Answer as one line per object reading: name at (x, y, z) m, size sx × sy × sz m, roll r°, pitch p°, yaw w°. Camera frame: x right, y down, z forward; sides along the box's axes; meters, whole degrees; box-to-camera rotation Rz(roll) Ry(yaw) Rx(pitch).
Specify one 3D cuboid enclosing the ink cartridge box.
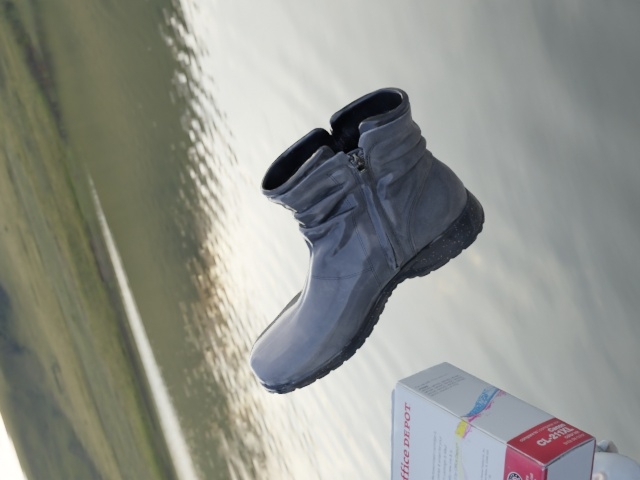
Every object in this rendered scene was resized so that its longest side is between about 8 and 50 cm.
ink cartridge box at (0.148, 0.203, 0.777) m, size 0.175 × 0.072 × 0.127 m, roll 24°, pitch 122°, yaw 48°

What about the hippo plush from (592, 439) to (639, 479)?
hippo plush at (0.370, 0.388, 1.159) m, size 0.294 × 0.234 × 0.237 m, roll 175°, pitch 109°, yaw -71°

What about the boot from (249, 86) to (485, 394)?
boot at (0.000, 0.000, 0.943) m, size 0.222 × 0.338 × 0.118 m, roll 43°, pitch -177°, yaw -39°
